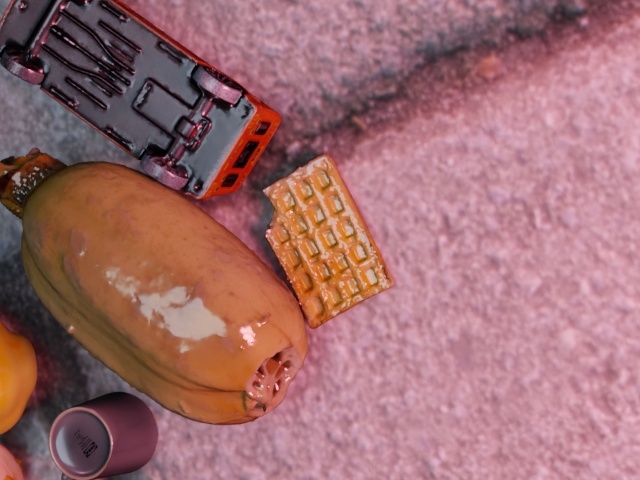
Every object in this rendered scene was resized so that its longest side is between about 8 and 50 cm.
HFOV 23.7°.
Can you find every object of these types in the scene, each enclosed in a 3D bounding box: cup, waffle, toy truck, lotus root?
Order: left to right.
[{"bbox_3d":[-0.208,0.191,1.407,0.078,0.077,0.100,38,104,17],"label":"cup"},{"bbox_3d":[-0.165,-0.144,1.365,0.253,0.114,0.107,36,103,15],"label":"toy truck"},{"bbox_3d":[-0.158,0.026,1.342,0.343,0.151,0.169,38,144,18],"label":"lotus root"},{"bbox_3d":[0.000,0.000,1.351,0.092,0.021,0.135,-31,80,19],"label":"waffle"}]

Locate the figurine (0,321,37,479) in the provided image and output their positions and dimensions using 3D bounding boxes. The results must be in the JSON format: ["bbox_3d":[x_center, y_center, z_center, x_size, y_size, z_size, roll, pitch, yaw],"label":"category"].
[{"bbox_3d":[-0.328,0.166,1.424,0.131,0.156,0.246,12,113,54],"label":"figurine"}]
